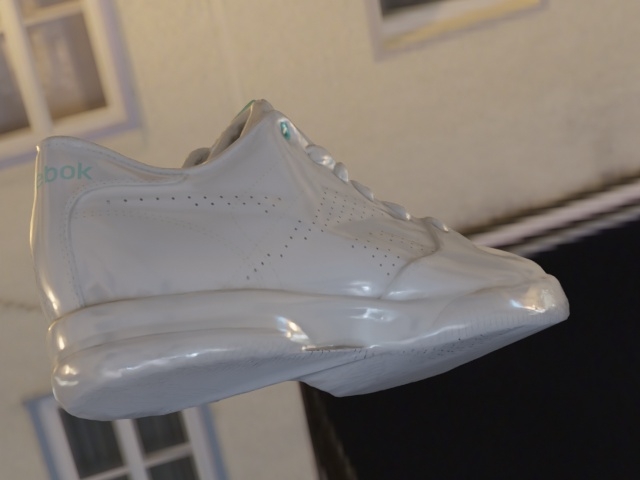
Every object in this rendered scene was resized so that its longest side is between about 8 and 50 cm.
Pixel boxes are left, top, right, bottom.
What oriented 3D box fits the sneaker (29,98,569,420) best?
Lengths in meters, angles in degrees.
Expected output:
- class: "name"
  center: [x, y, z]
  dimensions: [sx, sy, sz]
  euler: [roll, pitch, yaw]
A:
- class: "sneaker"
  center: [0.000, 0.000, 0.570]
  dimensions: [0.212, 0.094, 0.080]
  euler: [2, 156, -47]
